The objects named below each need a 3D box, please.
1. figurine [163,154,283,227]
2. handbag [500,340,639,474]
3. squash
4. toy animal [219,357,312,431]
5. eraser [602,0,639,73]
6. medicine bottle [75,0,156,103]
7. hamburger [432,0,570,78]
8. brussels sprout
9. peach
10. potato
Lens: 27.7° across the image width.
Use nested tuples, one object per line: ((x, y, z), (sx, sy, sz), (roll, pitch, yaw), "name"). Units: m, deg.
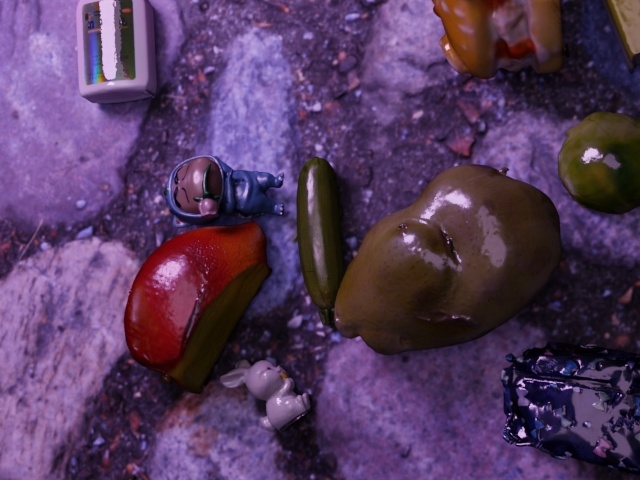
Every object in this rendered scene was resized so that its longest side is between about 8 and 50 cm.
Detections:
((-0.143, -0.076, 1.906), (0.178, 0.144, 0.114), (2, 86, 0), "figurine")
((0.376, 0.223, 1.760), (0.260, 0.113, 0.162), (6, 89, 19), "handbag")
((0.000, 0.000, 1.897), (0.066, 0.066, 0.252), (-7, 81, 11), "squash")
((-0.072, 0.215, 1.882), (0.085, 0.071, 0.124), (-39, 85, 23), "toy animal")
((0.476, -0.374, 1.847), (0.158, 0.069, 0.226), (-21, 79, 11), "eraser")
((-0.317, -0.325, 2.004), (0.115, 0.078, 0.219), (-6, 82, 13), "medicine bottle")
((0.238, -0.354, 1.774), (0.186, 0.303, 0.261), (-7, 89, 7), "hamburger")
((0.406, -0.111, 1.798), (0.151, 0.122, 0.149), (-27, 80, 8), "brussels sprout")
((-0.189, 0.072, 1.883), (0.159, 0.154, 0.267), (32, 90, 16), "peach")
((0.169, 0.038, 1.797), (0.351, 0.202, 0.218), (-36, 88, 19), "potato")
